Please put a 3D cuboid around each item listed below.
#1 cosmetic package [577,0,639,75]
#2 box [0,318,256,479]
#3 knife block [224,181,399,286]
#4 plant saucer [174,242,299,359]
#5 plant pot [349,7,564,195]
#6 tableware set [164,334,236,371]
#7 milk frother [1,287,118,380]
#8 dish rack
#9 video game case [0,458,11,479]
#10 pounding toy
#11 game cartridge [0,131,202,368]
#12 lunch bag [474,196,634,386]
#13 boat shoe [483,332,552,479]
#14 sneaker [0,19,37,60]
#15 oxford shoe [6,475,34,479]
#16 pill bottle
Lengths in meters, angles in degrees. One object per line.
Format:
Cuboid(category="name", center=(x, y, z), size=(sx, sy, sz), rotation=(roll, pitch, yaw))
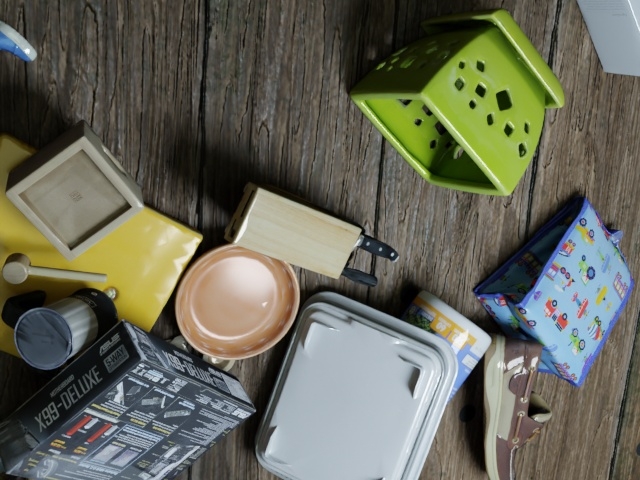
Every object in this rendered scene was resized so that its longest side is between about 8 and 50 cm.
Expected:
Cuboid(category="cosmetic package", center=(0.569, -0.434, 1.393), size=(0.224, 0.138, 0.225), rotation=(-36, 114, -9))
Cuboid(category="box", center=(-0.270, 0.262, 1.192), size=(0.242, 0.076, 0.307), rotation=(-40, 145, 6))
Cuboid(category="knife block", center=(0.000, 0.000, 1.238), size=(0.242, 0.275, 0.088), rotation=(25, 95, 3))
Cuboid(category="plant saucer", center=(-0.132, 0.092, 1.292), size=(0.200, 0.037, 0.200), rotation=(-7, 112, -19))
Cuboid(category="plant pot", center=(0.221, -0.225, 1.272), size=(0.228, 0.227, 0.207), rotation=(43, 80, -26))
Cuboid(category="tableware set", center=(-0.207, 0.231, 1.335), size=(0.141, 0.020, 0.169), rotation=(-4, 106, -21))
Cuboid(category="milk frother", center=(-0.367, 0.144, 1.128), size=(0.129, 0.135, 0.143), rotation=(7, 99, 11))
Cuboid(category="dish rack", center=(0.043, 0.275, 1.327), size=(0.285, 0.072, 0.333), rotation=(22, 97, 19))
Cuboid(category="video game case", center=(-0.484, 0.393, 1.230), size=(0.193, 0.023, 0.212), rotation=(-34, 134, -10))
Cuboid(category="pounding toy", center=(-0.347, -0.027, 1.118), size=(0.206, 0.094, 0.181), rotation=(-35, 119, 2))
Cuboid(category="game cartridge", center=(-0.379, 0.040, 1.198), size=(0.323, 0.052, 0.285), rotation=(29, 93, -24))
Cuboid(category="lunch bag", center=(0.468, 0.079, 1.519), size=(0.293, 0.138, 0.221), rotation=(-46, 114, -15))
Cuboid(category="boat shoe", center=(0.362, 0.321, 1.503), size=(0.123, 0.123, 0.342), rotation=(0, 116, 12))
Cuboid(category="sneaker", center=(-0.455, -0.261, 1.068), size=(0.152, 0.058, 0.085), rotation=(35, 85, -22))
Cuboid(category="oxford shoe", center=(-0.488, 0.476, 1.185), size=(0.132, 0.130, 0.364), rotation=(9, 116, -33))
Cuboid(category="pill bottle", center=(0.157, 0.235, 1.411), size=(0.152, 0.152, 0.272), rotation=(36, 89, -27))
